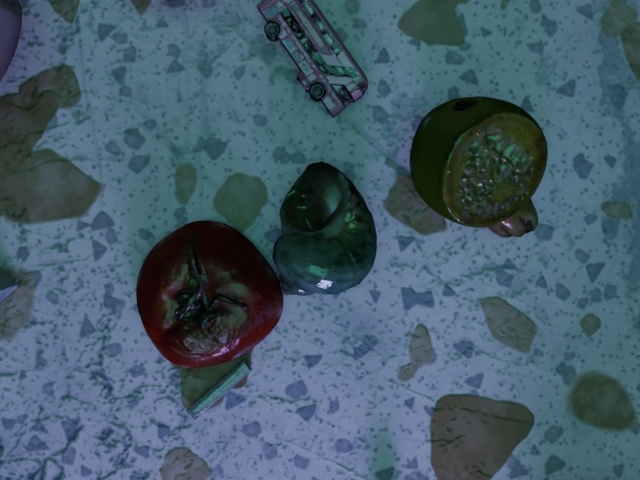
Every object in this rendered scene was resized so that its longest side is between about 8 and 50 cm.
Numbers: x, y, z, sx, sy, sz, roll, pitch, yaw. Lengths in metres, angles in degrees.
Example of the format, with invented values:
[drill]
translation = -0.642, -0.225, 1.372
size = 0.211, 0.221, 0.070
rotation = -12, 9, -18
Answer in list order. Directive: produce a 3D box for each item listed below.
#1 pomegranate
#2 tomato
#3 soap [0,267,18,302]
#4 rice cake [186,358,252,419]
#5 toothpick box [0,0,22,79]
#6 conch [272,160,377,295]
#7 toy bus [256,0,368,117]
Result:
[pomegranate]
translation = 0.237, -0.117, 1.662
size = 0.241, 0.159, 0.189
rotation = 18, 103, -29
[tomato]
translation = -0.171, 0.089, 1.693
size = 0.228, 0.101, 0.227
rotation = 0, 96, 2
[soap]
translation = -0.552, 0.024, 1.674
size = 0.198, 0.119, 0.066
rotation = 44, 90, -3
[rice cake]
translation = -0.156, 0.230, 1.740
size = 0.121, 0.021, 0.022
rotation = -41, 88, 0
[toothpick box]
translation = -0.654, -0.272, 1.510
size = 0.425, 0.409, 0.409
rotation = -40, 93, 6
[conch]
translation = 0.002, -0.002, 1.674
size = 0.176, 0.122, 0.188
rotation = 39, 83, 14
[toy bus]
translation = -0.013, -0.284, 1.686
size = 0.090, 0.063, 0.203
rotation = -34, 92, 1
